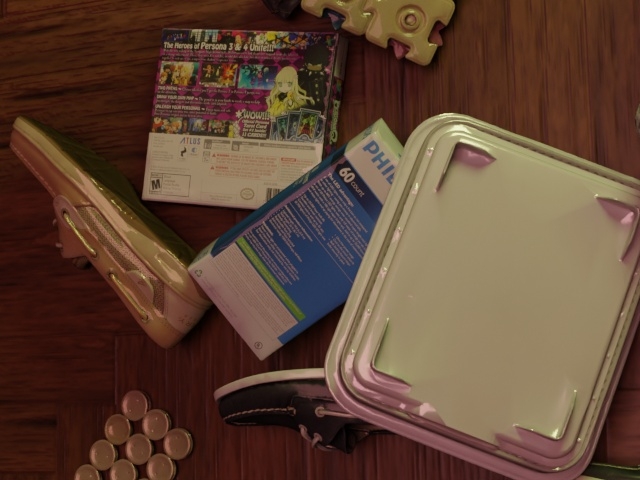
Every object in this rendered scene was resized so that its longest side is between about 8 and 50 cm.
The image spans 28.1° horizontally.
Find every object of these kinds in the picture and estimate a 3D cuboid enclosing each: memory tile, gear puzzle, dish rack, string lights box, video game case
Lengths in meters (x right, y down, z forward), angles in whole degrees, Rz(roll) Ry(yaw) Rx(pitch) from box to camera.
[{"bbox_3d":[-0.222,0.262,1.513,0.113,0.012,0.148,36,99,22],"label":"memory tile"},{"bbox_3d":[0.111,-0.375,1.416,0.175,0.044,0.339,24,92,0],"label":"gear puzzle"},{"bbox_3d":[0.180,0.051,1.261,0.285,0.072,0.333,21,80,3],"label":"dish rack"},{"bbox_3d":[0.000,0.000,1.389,0.259,0.077,0.133,-35,99,15],"label":"string lights box"},{"bbox_3d":[-0.090,-0.139,1.487,0.232,0.042,0.210,5,87,23],"label":"video game case"}]

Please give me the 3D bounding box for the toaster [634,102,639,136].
[{"bbox_3d":[0.390,-0.132,1.229,0.129,0.146,0.227,42,101,22],"label":"toaster"}]

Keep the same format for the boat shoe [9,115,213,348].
[{"bbox_3d":[-0.264,-0.016,1.504,0.341,0.121,0.110,43,100,20],"label":"boat shoe"}]

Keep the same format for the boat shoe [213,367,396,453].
[{"bbox_3d":[0.027,0.181,1.363,0.302,0.114,0.091,-10,74,22],"label":"boat shoe"}]

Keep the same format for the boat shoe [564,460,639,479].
[{"bbox_3d":[0.347,0.248,1.252,0.233,0.084,0.079,5,49,30],"label":"boat shoe"}]

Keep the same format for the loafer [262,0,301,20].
[{"bbox_3d":[0.003,-0.321,1.471,0.170,0.062,0.061,-31,112,10],"label":"loafer"}]
